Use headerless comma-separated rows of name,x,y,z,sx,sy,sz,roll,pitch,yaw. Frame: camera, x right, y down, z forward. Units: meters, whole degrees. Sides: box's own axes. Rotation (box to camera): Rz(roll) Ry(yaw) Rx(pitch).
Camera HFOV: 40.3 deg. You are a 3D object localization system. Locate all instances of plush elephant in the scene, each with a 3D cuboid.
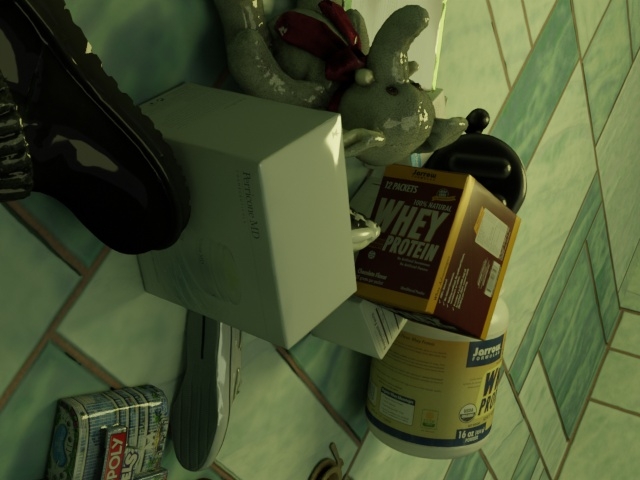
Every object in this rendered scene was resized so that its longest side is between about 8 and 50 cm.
plush elephant,0.033,-0.195,1.056,0.272,0.255,0.330,-25,124,-53

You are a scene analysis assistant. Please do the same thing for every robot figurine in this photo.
robot figurine,0.251,-0.092,1.474,0.209,0.173,0.278,-45,178,5

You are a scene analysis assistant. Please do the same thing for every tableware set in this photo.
tableware set,0.027,0.460,1.536,0.128,0.039,0.194,-52,142,-31

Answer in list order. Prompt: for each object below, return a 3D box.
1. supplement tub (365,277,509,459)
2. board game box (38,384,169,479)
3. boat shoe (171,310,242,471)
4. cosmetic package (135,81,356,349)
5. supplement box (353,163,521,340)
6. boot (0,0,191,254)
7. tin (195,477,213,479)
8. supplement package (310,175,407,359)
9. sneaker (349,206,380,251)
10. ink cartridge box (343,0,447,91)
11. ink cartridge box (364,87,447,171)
supplement tub,0.204,0.192,1.520,0.228,0.228,0.316,-17,117,-54
board game box,-0.259,0.275,0.992,0.194,0.060,0.194,1,102,-58
boat shoe,-0.133,0.185,1.127,0.075,0.083,0.226,-1,103,-56
cosmetic package,-0.093,-0.033,0.959,0.138,0.224,0.224,-39,133,-41
supplement box,0.163,0.019,1.220,0.194,0.129,0.191,28,78,-52
boot,-0.277,-0.046,0.753,0.348,0.131,0.260,58,47,-37
tin,-0.190,0.386,1.170,0.189,0.040,0.106,-6,104,-56
supplement package,0.084,0.038,1.350,0.244,0.139,0.134,-52,140,-29
sneaker,0.000,0.000,1.139,0.118,0.110,0.292,-58,-175,-1
ink cartridge box,0.078,-0.311,1.276,0.235,0.056,0.171,-2,105,-32
ink cartridge box,0.137,-0.182,1.383,0.143,0.092,0.090,-48,140,-36
